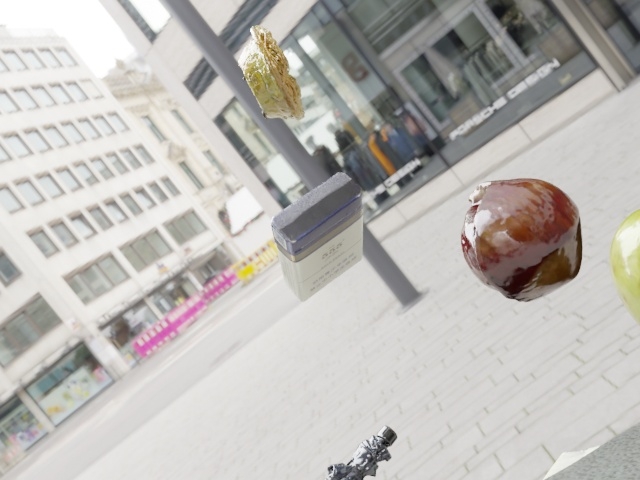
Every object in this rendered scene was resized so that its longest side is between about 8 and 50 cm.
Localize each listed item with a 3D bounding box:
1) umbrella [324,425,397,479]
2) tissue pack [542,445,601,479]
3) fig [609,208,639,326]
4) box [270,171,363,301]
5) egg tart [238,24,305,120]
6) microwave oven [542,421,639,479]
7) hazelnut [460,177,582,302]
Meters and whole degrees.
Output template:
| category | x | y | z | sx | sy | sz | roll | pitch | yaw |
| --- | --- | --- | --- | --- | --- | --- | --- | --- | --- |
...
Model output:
| category | x | y | z | sx | sy | sz | roll | pitch | yaw |
| --- | --- | --- | --- | --- | --- | --- | --- | --- | --- |
| umbrella | 0.060 | 0.443 | 1.312 | 0.224 | 0.080 | 0.071 | -44 | 41 | -19 |
| tissue pack | 0.604 | 0.665 | 1.507 | 0.207 | 0.297 | 0.380 | -21 | -1 | 38 |
| fig | 0.629 | 0.081 | 1.130 | 0.258 | 0.326 | 0.258 | -20 | 1 | 0 |
| box | 0.000 | 0.000 | 1.285 | 0.168 | 0.071 | 0.259 | -35 | -26 | -16 |
| egg tart | -0.100 | -0.317 | 1.336 | 0.090 | 0.212 | 0.212 | -24 | 3 | 1 |
| microwave oven | 0.428 | 0.348 | 0.759 | 0.432 | 0.236 | 0.374 | -23 | -11 | -17 |
| hazelnut | 0.272 | 0.001 | 0.931 | 0.161 | 0.170 | 0.201 | -3 | -10 | 9 |
